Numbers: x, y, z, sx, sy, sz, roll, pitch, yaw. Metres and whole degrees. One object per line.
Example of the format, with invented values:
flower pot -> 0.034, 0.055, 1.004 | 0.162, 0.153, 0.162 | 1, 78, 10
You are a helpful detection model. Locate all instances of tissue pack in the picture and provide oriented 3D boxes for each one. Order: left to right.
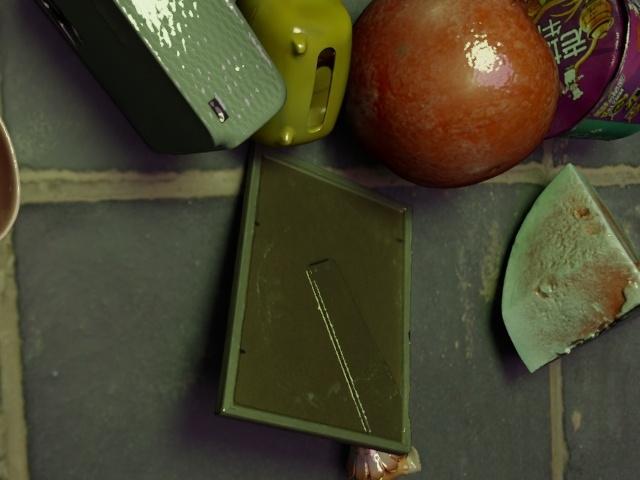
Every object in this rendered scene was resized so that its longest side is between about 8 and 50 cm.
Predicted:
tissue pack -> -0.033, -0.192, 0.866 | 0.123, 0.127, 0.178 | -14, 134, -30

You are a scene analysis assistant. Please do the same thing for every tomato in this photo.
tomato -> 0.146, -0.187, 0.932 | 0.265, 0.265, 0.265 | -1, 92, -30

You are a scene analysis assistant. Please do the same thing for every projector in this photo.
projector -> -0.168, -0.211, 0.780 | 0.108, 0.198, 0.250 | -45, 113, -21

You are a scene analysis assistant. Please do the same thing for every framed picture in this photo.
framed picture -> 0.008, 0.065, 0.916 | 0.247, 0.022, 0.335 | 20, 59, -28

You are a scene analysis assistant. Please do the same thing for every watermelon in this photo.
watermelon -> 0.409, 0.028, 1.118 | 0.319, 0.213, 0.290 | -9, 95, -18

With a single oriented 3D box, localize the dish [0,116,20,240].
dish -> -0.395, -0.060, 0.718 | 0.213, 0.090, 0.213 | 1, 89, -30

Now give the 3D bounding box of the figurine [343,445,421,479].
figurine -> 0.054, 0.225, 0.976 | 0.102, 0.111, 0.195 | -25, 105, -24

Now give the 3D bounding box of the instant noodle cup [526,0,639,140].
instant noodle cup -> 0.358, -0.247, 1.075 | 0.190, 0.251, 0.251 | 4, 90, -40
